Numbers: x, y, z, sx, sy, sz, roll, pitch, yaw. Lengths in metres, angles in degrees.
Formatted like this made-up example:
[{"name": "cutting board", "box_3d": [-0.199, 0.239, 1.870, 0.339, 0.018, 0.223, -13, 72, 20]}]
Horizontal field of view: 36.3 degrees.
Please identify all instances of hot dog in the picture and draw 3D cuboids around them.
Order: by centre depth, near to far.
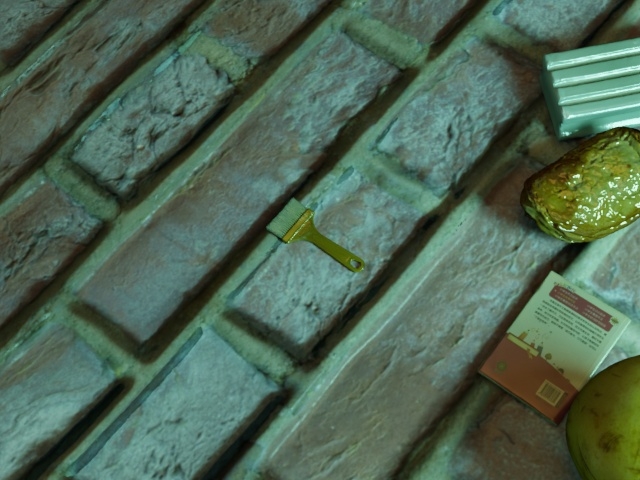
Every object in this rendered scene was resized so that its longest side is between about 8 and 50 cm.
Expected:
[{"name": "hot dog", "box_3d": [0.479, -0.091, 1.744, 0.259, 0.114, 0.175, -29, 67, -5]}]

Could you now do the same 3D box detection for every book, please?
[{"name": "book", "box_3d": [0.398, 0.179, 1.661, 0.162, 0.022, 0.232, 34, 72, 20]}]

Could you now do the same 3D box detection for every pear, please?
[{"name": "pear", "box_3d": [0.508, 0.302, 1.447, 0.280, 0.281, 0.281, -3, 62, 6]}]

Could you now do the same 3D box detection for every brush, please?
[{"name": "brush", "box_3d": [0.000, 0.000, 1.820, 0.205, 0.011, 0.083, 34, 71, 21]}]

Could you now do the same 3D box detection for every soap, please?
[{"name": "soap", "box_3d": [0.566, -0.293, 1.848, 0.265, 0.087, 0.160, -10, 61, 2]}]
